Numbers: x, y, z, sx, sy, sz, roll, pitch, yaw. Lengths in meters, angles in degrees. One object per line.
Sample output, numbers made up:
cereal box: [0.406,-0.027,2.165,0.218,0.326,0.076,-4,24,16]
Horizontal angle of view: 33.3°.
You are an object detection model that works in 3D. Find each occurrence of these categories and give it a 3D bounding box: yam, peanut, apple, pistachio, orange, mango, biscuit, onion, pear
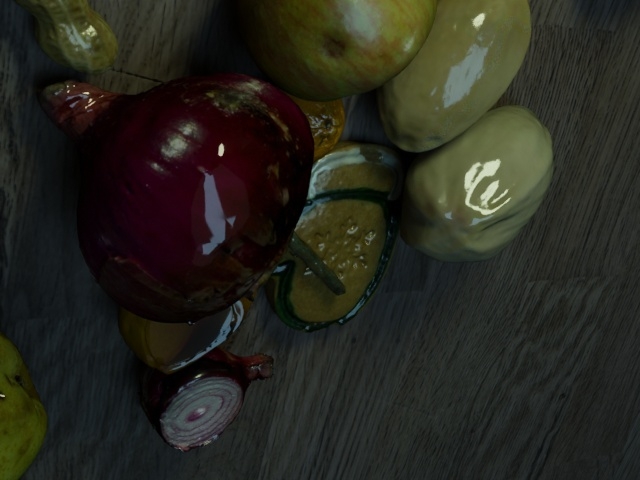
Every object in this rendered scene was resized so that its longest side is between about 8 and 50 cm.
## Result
yam: [-0.029,0.014,1.652,0.234,0.029,0.027,49,65,-37]
peanut: [-0.321,-0.279,1.314,0.089,0.089,0.193,-37,128,-7]
apple: [0.012,-0.316,1.389,0.264,0.264,0.264,-16,126,-23]
pistachio: [0.192,-0.263,1.584,0.293,0.181,0.162,-54,176,6]
orange: [-0.027,-0.173,1.542,0.135,0.117,0.136,-11,121,-19]
pistachio: [0.255,-0.096,1.705,0.332,0.226,0.208,-46,111,-25]
mango: [-0.188,0.079,1.578,0.236,0.166,0.136,-32,104,-4]
biscuit: [0.001,0.001,1.713,0.287,0.057,0.344,-1,119,-32]
onion: [-0.201,-0.089,1.384,0.385,0.348,0.348,37,98,-3]
onion: [-0.180,0.219,1.688,0.218,0.140,0.195,-26,134,-16]
pear: [-0.509,0.236,1.387,0.303,0.304,0.304,-16,126,-23]
